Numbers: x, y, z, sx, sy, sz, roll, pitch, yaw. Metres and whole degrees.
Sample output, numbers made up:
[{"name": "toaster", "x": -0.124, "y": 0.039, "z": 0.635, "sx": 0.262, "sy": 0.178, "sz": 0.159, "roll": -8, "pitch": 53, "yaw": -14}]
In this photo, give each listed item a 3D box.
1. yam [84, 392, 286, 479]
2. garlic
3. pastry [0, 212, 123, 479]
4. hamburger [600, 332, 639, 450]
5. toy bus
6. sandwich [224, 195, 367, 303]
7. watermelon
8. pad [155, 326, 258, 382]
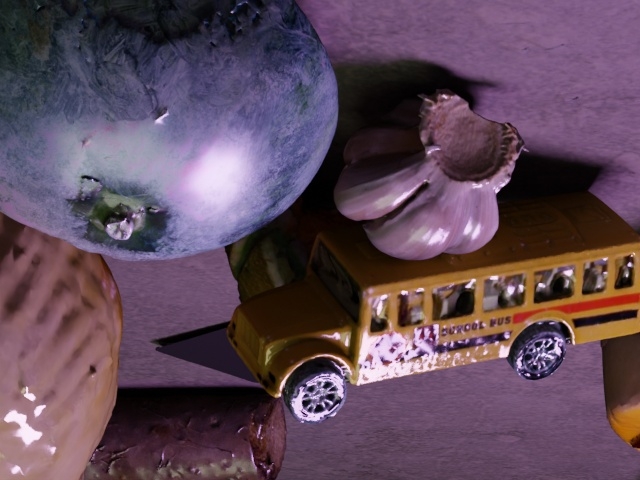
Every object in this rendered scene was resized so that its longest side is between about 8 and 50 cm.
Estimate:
[{"name": "yam", "x": -0.185, "y": 0.243, "z": 2.316, "sx": 0.279, "sy": 0.131, "sz": 0.131, "roll": -2, "pitch": 159, "yaw": 16}, {"name": "garlic", "x": 0.060, "y": -0.049, "z": 1.509, "sx": 0.131, "sy": 0.127, "sz": 0.194, "roll": 13, "pitch": 175, "yaw": -33}, {"name": "pastry", "x": -0.345, "y": 0.078, "z": 1.615, "sx": 0.388, "sy": 0.313, "sz": 0.388, "roll": 7, "pitch": 127, "yaw": 9}, {"name": "hamburger", "x": 0.399, "y": 0.108, "z": 1.758, "sx": 0.300, "sy": 0.176, "sz": 0.300, "roll": 6, "pitch": 159, "yaw": 2}, {"name": "toy bus", "x": 0.097, "y": 0.046, "z": 1.570, "sx": 0.335, "sy": 0.121, "sz": 0.123, "roll": -8, "pitch": 123, "yaw": -23}, {"name": "sandwich", "x": -0.002, "y": 0.003, "z": 1.683, "sx": 0.160, "sy": 0.109, "sz": 0.185, "roll": -17, "pitch": 163, "yaw": -11}, {"name": "watermelon", "x": -0.139, "y": -0.095, "z": 1.324, "sx": 0.322, "sy": 0.175, "sz": 0.188, "roll": 6, "pitch": 160, "yaw": -7}, {"name": "pad", "x": -0.037, "y": 0.110, "z": 2.094, "sx": 0.159, "sy": 0.009, "sz": 0.265, "roll": 23, "pitch": 151, "yaw": -40}]
